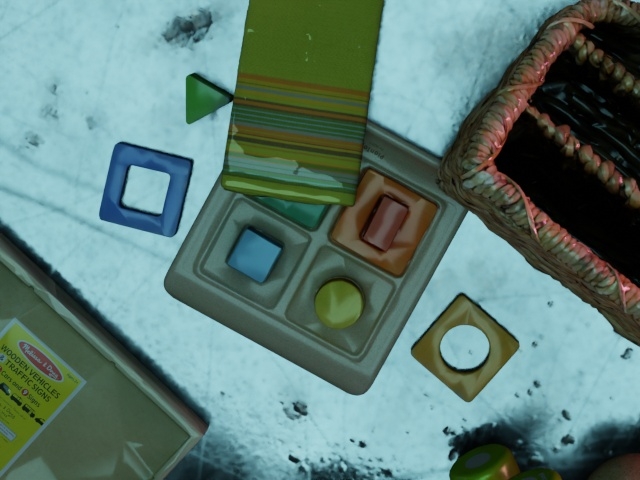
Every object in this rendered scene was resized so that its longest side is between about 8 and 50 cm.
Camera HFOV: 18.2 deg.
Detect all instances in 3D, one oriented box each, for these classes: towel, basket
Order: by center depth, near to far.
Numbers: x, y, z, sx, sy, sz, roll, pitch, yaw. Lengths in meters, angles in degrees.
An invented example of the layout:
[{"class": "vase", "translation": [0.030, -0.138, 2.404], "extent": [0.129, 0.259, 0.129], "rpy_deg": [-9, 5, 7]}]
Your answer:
[{"class": "basket", "translation": [0.257, -0.036, 1.397], "extent": [0.299, 0.223, 0.213], "rpy_deg": [39, 89, -1]}, {"class": "towel", "translation": [-0.008, -0.146, 1.492], "extent": [0.102, 0.021, 0.237], "rpy_deg": [9, 86, -3]}]

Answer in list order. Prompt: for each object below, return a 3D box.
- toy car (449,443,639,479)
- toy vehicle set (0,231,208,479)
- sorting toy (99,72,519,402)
[{"class": "toy car", "translation": [0.221, 0.205, 1.506], "extent": [0.188, 0.149, 0.155], "rpy_deg": [-29, 108, -16]}, {"class": "toy vehicle set", "translation": [-0.240, 0.118, 1.555], "extent": [0.267, 0.035, 0.166], "rpy_deg": [43, 98, -3]}, {"class": "sorting toy", "translation": [0.000, 0.000, 1.518], "extent": [0.348, 0.047, 0.196], "rpy_deg": [28, 98, -1]}]
